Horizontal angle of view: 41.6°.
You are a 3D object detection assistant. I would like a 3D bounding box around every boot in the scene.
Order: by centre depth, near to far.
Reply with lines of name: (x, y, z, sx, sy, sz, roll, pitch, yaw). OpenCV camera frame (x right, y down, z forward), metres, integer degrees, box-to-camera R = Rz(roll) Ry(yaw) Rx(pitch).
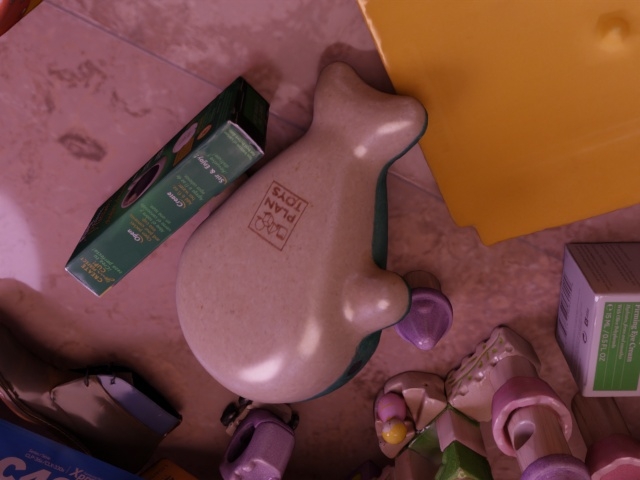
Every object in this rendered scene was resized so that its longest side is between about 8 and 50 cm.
boot: (-0.231, 0.133, 0.799, 0.106, 0.082, 0.219, -38, 107, -4)

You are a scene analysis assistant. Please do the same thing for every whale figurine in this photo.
whale figurine: (0.000, 0.000, 0.683, 0.216, 0.141, 0.272, 33, 102, 33)

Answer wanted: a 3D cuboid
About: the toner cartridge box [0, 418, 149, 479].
toner cartridge box: (-0.330, 0.234, 0.781, 0.348, 0.075, 0.165, 21, 126, 6)

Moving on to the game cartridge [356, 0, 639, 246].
game cartridge: (0.208, -0.158, 0.607, 0.324, 0.052, 0.285, -17, 116, 22)

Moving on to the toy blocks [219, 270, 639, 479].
toy blocks: (0.097, 0.225, 0.716, 0.309, 0.260, 0.288, 35, 112, -14)

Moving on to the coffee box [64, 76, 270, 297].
coffee box: (-0.119, -0.044, 0.676, 0.184, 0.113, 0.040, -39, 112, 17)

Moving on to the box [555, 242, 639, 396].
box: (0.259, 0.066, 0.721, 0.087, 0.102, 0.101, -1, 115, 0)

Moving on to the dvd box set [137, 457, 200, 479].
dvd box set: (0.006, 0.390, 0.749, 0.062, 0.420, 0.307, -37, 122, -31)

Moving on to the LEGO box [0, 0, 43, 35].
LEGO box: (-0.189, -0.398, 0.382, 0.372, 0.193, 0.500, 37, 130, -15)
